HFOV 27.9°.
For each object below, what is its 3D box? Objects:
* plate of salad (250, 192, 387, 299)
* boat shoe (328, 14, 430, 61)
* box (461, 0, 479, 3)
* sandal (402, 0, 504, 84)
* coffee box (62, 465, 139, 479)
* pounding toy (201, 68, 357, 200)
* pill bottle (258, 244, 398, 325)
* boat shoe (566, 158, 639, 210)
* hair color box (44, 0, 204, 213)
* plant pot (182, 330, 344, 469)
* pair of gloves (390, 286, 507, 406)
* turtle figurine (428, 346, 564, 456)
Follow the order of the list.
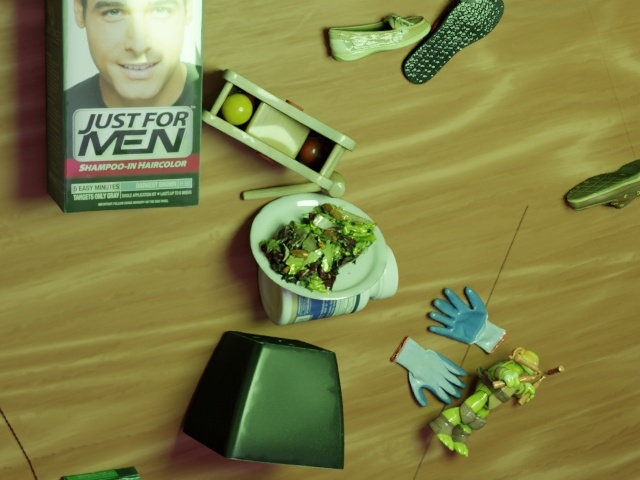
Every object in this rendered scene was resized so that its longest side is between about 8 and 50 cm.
[{"bbox_3d":[0.000,0.000,1.828,0.200,0.199,0.048,-8,143,-21],"label":"plate of salad"},{"bbox_3d":[0.085,-0.299,1.841,0.153,0.056,0.048,-17,117,-10],"label":"boat shoe"},{"bbox_3d":[0.232,-0.454,1.829,0.186,0.038,0.145,-52,130,-17],"label":"box"},{"bbox_3d":[0.191,-0.304,1.899,0.179,0.040,0.067,-40,113,9],"label":"sandal"},{"bbox_3d":[-0.325,0.431,1.903,0.113,0.040,0.184,-5,108,-22],"label":"coffee box"},{"bbox_3d":[-0.058,-0.112,1.781,0.270,0.154,0.154,28,94,-28],"label":"pounding toy"},{"bbox_3d":[0.013,0.057,1.890,0.187,0.112,0.112,-9,110,-22],"label":"pill bottle"},{"bbox_3d":[0.480,-0.078,2.079,0.178,0.064,0.060,-21,112,-19],"label":"boat shoe"},{"bbox_3d":[-0.257,-0.232,1.679,0.185,0.113,0.374,-4,107,-22],"label":"hair color box"},{"bbox_3d":[-0.072,0.227,1.877,0.188,0.188,0.166,10,91,-26],"label":"plant pot"},{"bbox_3d":[0.206,0.174,2.064,0.159,0.023,0.198,37,89,-28],"label":"pair of gloves"},{"bbox_3d":[0.273,0.242,2.052,0.217,0.087,0.269,-44,161,5],"label":"turtle figurine"}]
